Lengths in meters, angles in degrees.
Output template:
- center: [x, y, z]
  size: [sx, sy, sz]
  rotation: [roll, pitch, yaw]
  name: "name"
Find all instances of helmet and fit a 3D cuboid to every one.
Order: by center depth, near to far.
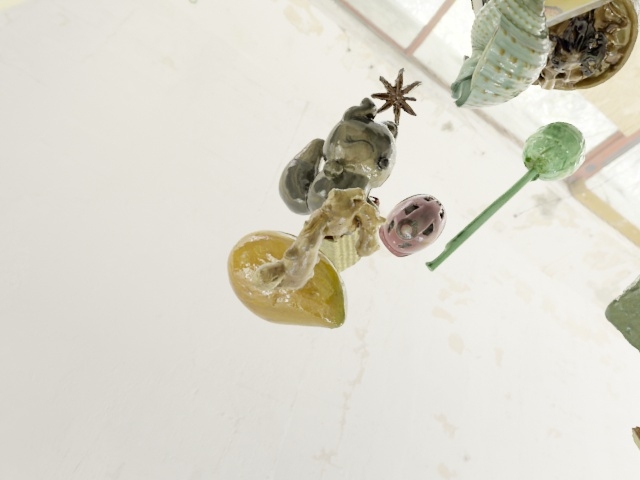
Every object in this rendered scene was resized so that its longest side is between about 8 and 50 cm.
- center: [0.343, -0.059, 1.689]
  size: [0.198, 0.253, 0.154]
  rotation: [51, 179, 5]
  name: "helmet"

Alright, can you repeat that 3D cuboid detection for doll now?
- center: [0.041, -0.235, 1.344]
  size: [0.379, 0.382, 0.252]
  rotation: [23, 172, 30]
  name: "doll"

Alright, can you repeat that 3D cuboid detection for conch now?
- center: [0.310, -0.305, 0.776]
  size: [0.131, 0.200, 0.172]
  rotation: [7, -130, -2]
  name: "conch"

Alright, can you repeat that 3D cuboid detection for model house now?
- center: [0.069, -0.023, 1.471]
  size: [0.160, 0.196, 0.254]
  rotation: [22, -120, 20]
  name: "model house"

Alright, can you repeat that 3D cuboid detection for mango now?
- center: [-0.071, 0.076, 0.898]
  size: [0.317, 0.176, 0.119]
  rotation: [22, 175, 35]
  name: "mango"

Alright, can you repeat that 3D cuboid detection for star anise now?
- center: [0.191, -0.367, 1.176]
  size: [0.141, 0.141, 0.042]
  rotation: [30, -170, -16]
  name: "star anise"

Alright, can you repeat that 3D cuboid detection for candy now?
- center: [0.377, -0.084, 0.939]
  size: [0.440, 0.119, 0.119]
  rotation: [-42, -94, -11]
  name: "candy"

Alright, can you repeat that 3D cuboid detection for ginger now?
- center: [0.000, 0.000, 0.673]
  size: [0.193, 0.176, 0.052]
  rotation: [-3, -150, -27]
  name: "ginger"

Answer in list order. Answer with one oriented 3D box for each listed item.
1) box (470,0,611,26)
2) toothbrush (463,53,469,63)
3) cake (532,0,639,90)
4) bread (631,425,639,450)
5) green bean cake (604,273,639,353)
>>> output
- center: [0.484, -0.669, 0.941]
  size: [0.138, 0.373, 0.420]
  rotation: [-94, -20, -46]
  name: "box"
- center: [0.381, -0.423, 1.211]
  size: [0.017, 0.014, 0.194]
  rotation: [12, -120, 0]
  name: "toothbrush"
- center: [0.689, -0.545, 1.278]
  size: [0.332, 0.332, 0.321]
  rotation: [40, -121, -5]
  name: "cake"
- center: [0.671, 0.329, 0.826]
  size: [0.226, 0.049, 0.088]
  rotation: [-13, -142, 4]
  name: "bread"
- center: [0.601, 0.112, 0.701]
  size: [0.125, 0.227, 0.222]
  rotation: [-14, -123, -38]
  name: "green bean cake"
